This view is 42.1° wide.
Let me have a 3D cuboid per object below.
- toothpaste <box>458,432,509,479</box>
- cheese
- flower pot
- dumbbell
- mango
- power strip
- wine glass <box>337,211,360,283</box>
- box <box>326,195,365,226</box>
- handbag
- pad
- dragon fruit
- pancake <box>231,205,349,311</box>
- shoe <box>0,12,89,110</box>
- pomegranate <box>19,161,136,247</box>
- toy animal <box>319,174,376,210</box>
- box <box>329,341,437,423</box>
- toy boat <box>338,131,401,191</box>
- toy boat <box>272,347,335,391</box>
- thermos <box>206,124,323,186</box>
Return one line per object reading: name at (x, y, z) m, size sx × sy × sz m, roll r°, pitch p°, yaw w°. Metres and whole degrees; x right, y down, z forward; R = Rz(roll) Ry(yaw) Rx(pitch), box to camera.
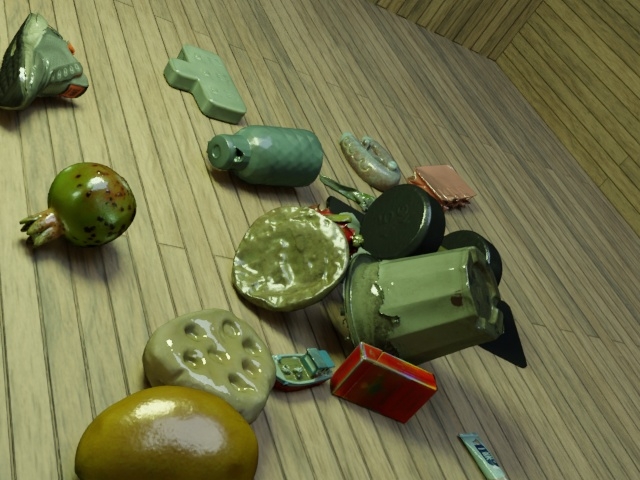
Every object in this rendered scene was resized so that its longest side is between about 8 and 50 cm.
toothpaste at (0.343, 0.462, 1.637) m, size 0.056 × 0.036 × 0.205 m, roll 11°, pitch 34°, yaw -39°
cheese at (-0.176, 0.215, 1.342) m, size 0.235 × 0.117 × 0.218 m, roll 14°, pitch 37°, yaw -37°
flower pot at (0.209, 0.128, 1.655) m, size 0.290 × 0.259 × 0.290 m, roll 37°, pitch 45°, yaw -48°
dumbbell at (0.259, 0.026, 1.930) m, size 0.322 × 0.204 × 0.204 m, roll 33°, pitch 25°, yaw -39°
mango at (-0.210, 0.289, 1.170) m, size 0.254 × 0.139 × 0.175 m, roll 17°, pitch 45°, yaw -22°
power strip at (-0.313, -0.419, 2.167) m, size 0.193 × 0.059 × 0.265 m, roll 10°, pitch 39°, yaw -40°
wine glass at (0.059, 0.013, 1.927) m, size 0.079 × 0.079 × 0.195 m, roll 28°, pitch 32°, yaw -15°
box at (0.068, -0.049, 2.086) m, size 0.125 × 0.027 × 0.126 m, roll 29°, pitch 29°, yaw -19°
handbag at (0.372, -0.161, 2.540) m, size 0.212 × 0.059 × 0.157 m, roll -10°, pitch 52°, yaw -51°
pad at (0.441, 0.209, 2.137) m, size 0.181 × 0.004 × 0.267 m, roll 27°, pitch 30°, yaw -16°
dragon fruit at (0.000, 0.000, 1.771) m, size 0.172 × 0.166 × 0.160 m, roll -13°, pitch 84°, yaw -12°
pancake at (-0.062, 0.036, 1.651) m, size 0.242 × 0.242 × 0.050 m, roll 53°, pitch -8°, yaw 27°
shoe at (-0.568, -0.338, 1.725) m, size 0.171 × 0.132 × 0.336 m, roll 31°, pitch 25°, yaw -30°
pomegranate at (-0.417, -0.051, 1.441) m, size 0.205 × 0.159 × 0.159 m, roll -32°, pitch 69°, yaw -30°
toy animal at (0.094, -0.114, 2.182) m, size 0.217 × 0.041 × 0.075 m, roll 26°, pitch 12°, yaw -16°
box at (0.120, 0.273, 1.587) m, size 0.175 × 0.112 × 0.048 m, roll 27°, pitch 31°, yaw -21°
toy boat at (0.154, -0.239, 2.388) m, size 0.155 × 0.085 × 0.227 m, roll 9°, pitch 39°, yaw -42°
toy boat at (-0.040, 0.234, 1.520) m, size 0.173 × 0.059 × 0.069 m, roll 3°, pitch 44°, yaw -45°
thermos at (-0.146, -0.207, 1.970) m, size 0.286 × 0.145 × 0.182 m, roll 1°, pitch 13°, yaw -46°
